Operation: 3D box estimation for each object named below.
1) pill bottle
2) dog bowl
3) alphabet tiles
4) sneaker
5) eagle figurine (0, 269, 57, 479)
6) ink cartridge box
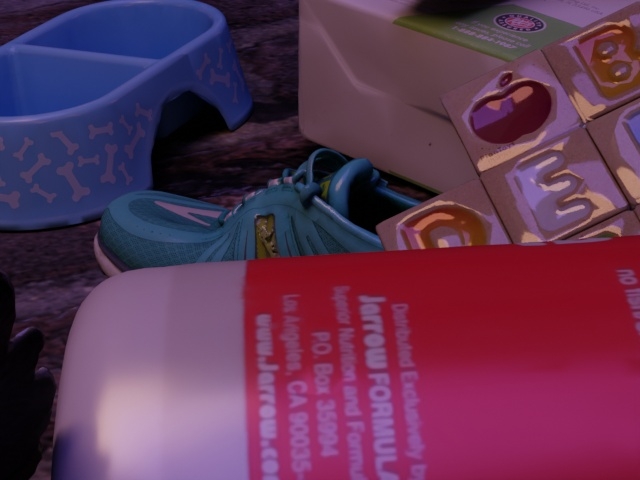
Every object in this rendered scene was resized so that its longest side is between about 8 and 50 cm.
[{"bbox_3d":[0.134,0.109,0.507,0.407,0.229,0.229,-3,25,-1],"label":"pill bottle"},{"bbox_3d":[-0.164,-0.100,1.162,0.166,0.074,0.297,9,29,24],"label":"dog bowl"},{"bbox_3d":[0.188,0.014,0.726,0.285,0.011,0.342,-26,51,5],"label":"alphabet tiles"},{"bbox_3d":[0.000,0.000,0.890,0.275,0.110,0.107,9,28,26],"label":"sneaker"},{"bbox_3d":[-0.188,0.140,0.380,0.225,0.298,0.226,0,-1,30],"label":"eagle figurine"},{"bbox_3d":[0.179,-0.147,1.160,0.353,0.119,0.207,-25,36,-37],"label":"ink cartridge box"}]
